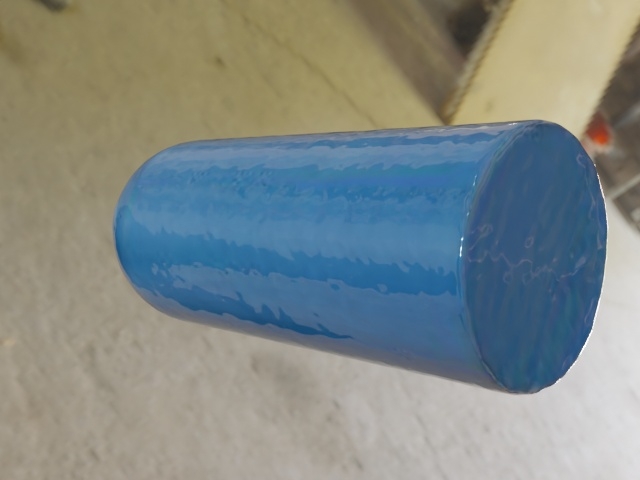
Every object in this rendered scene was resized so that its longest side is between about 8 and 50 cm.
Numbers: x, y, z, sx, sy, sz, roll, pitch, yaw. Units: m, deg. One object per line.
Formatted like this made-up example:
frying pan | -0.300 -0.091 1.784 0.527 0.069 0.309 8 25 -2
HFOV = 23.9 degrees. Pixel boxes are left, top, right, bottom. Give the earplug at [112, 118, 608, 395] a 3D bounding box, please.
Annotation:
earplug | 0.000 0.000 0.805 0.132 0.273 0.132 -7 99 -50
